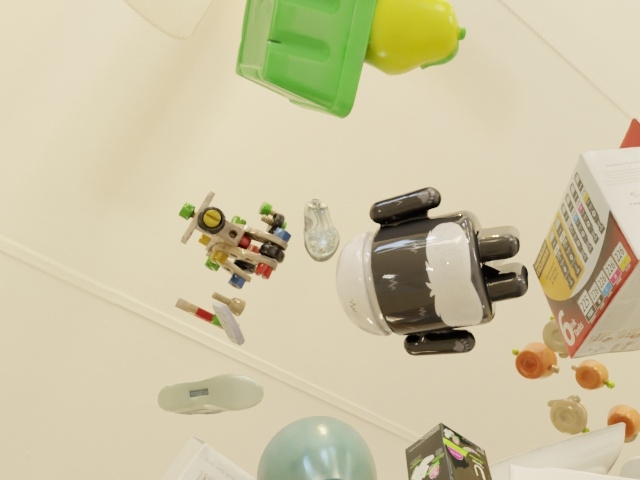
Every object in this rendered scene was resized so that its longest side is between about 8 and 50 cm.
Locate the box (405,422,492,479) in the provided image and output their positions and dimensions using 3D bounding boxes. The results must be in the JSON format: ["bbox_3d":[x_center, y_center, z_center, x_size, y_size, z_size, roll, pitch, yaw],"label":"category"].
[{"bbox_3d":[0.119,0.224,0.517,0.062,0.083,0.052,35,-64,-16],"label":"box"}]

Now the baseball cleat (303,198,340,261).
[{"bbox_3d":[0.000,0.000,1.170,0.072,0.206,0.109,1,-55,-2],"label":"baseball cleat"}]

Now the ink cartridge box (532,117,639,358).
[{"bbox_3d":[0.468,0.002,0.940,0.130,0.309,0.271,-7,-127,-1],"label":"ink cartridge box"}]

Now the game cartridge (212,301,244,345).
[{"bbox_3d":[-0.167,0.151,1.034,0.017,0.056,0.083,-31,-73,-23],"label":"game cartridge"}]

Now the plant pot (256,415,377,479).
[{"bbox_3d":[0.007,0.572,1.292,0.290,0.195,0.290,0,-91,-10],"label":"plant pot"}]

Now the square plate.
[{"bbox_3d":[0.298,0.449,0.889,0.344,0.049,0.347,-8,-54,-22],"label":"square plate"}]

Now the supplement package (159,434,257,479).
[{"bbox_3d":[-0.191,0.397,0.930,0.105,0.179,0.105,38,-113,-7],"label":"supplement package"}]

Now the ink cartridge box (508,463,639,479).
[{"bbox_3d":[0.294,0.394,0.622,0.171,0.168,0.232,63,-147,-47],"label":"ink cartridge box"}]

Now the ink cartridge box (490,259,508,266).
[{"bbox_3d":[0.349,0.087,1.484,0.181,0.225,0.056,-39,-72,-31],"label":"ink cartridge box"}]

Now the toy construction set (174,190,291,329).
[{"bbox_3d":[-0.237,0.033,1.284,0.237,0.257,0.308,29,-86,-18],"label":"toy construction set"}]

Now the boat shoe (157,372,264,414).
[{"bbox_3d":[-0.238,0.342,1.254,0.228,0.081,0.079,-3,-112,-5],"label":"boat shoe"}]

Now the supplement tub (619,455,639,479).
[{"bbox_3d":[0.563,0.408,0.980,0.107,0.071,0.071,22,-96,-50],"label":"supplement tub"}]

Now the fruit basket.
[{"bbox_3d":[0.062,-0.414,1.057,0.392,0.283,0.391,-9,-68,-24],"label":"fruit basket"}]

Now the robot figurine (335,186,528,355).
[{"bbox_3d":[0.160,0.050,0.851,0.173,0.278,0.209,47,-143,-52],"label":"robot figurine"}]

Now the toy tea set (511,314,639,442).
[{"bbox_3d":[0.638,0.358,1.418,0.124,0.200,0.336,3,-129,-54],"label":"toy tea set"}]
